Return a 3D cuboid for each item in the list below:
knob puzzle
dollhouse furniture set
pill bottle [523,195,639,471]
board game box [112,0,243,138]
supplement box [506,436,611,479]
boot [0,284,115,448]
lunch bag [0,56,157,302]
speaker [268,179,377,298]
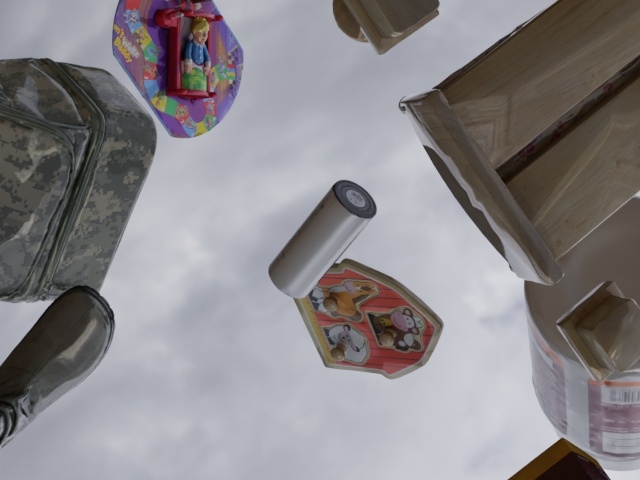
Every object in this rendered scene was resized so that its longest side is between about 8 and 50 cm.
[{"bbox_3d":[0.057,0.104,1.524,0.213,0.213,0.030,-17,-152,42],"label":"knob puzzle"},{"bbox_3d":[0.173,-0.146,0.829,0.303,0.355,0.174,-37,-168,-11],"label":"dollhouse furniture set"},{"bbox_3d":[0.368,0.132,1.538,0.224,0.392,0.224,-5,-119,9],"label":"pill bottle"},{"bbox_3d":[-0.120,-0.178,1.169,0.033,0.169,0.133,2,-133,40],"label":"board game box"},{"bbox_3d":[0.262,0.356,1.355,0.191,0.129,0.194,-40,-124,9],"label":"supplement box"},{"bbox_3d":[-0.317,0.165,1.315,0.246,0.083,0.161,-47,-175,17],"label":"boot"},{"bbox_3d":[-0.386,-0.073,1.580,0.212,0.256,0.305,48,-59,40],"label":"lunch bag"},{"bbox_3d":[0.000,0.000,1.324,0.136,0.055,0.055,-51,-149,33],"label":"speaker"}]
